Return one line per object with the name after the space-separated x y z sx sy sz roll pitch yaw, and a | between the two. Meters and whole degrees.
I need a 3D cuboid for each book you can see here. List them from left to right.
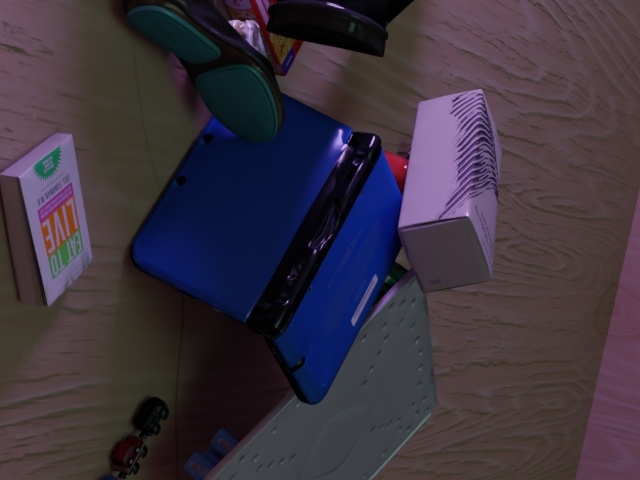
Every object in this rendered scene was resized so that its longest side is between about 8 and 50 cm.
-0.267 -0.021 1.403 0.096 0.035 0.144 -50 142 -50 | book

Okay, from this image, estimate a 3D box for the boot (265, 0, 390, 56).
0.030 -0.344 1.571 0.348 0.131 0.260 -76 177 -80 | boot

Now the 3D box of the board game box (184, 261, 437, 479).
0.002 0.253 1.871 0.390 0.050 0.390 -44 151 -20 | board game box

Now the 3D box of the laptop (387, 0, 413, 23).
0.097 -0.420 1.882 0.234 0.137 0.264 87 -4 -78 | laptop

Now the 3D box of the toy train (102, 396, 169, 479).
-0.219 0.246 1.627 0.158 0.027 0.036 -62 147 -29 | toy train

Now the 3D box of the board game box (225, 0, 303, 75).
-0.057 -0.311 1.671 0.146 0.045 0.193 -65 152 -26 | board game box

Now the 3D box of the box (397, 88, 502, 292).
0.167 -0.067 1.802 0.275 0.094 0.113 -79 152 -49 | box

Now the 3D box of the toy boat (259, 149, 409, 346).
0.000 0.000 1.854 0.318 0.148 0.267 -55 143 -24 | toy boat

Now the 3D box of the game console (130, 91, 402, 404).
-0.048 0.000 1.672 0.293 0.173 0.250 -61 146 -29 | game console

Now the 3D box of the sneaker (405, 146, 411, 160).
0.168 -0.103 2.225 0.178 0.072 0.077 80 21 -53 | sneaker

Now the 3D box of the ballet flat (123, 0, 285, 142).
-0.110 -0.214 1.542 0.280 0.095 0.096 48 44 -52 | ballet flat
